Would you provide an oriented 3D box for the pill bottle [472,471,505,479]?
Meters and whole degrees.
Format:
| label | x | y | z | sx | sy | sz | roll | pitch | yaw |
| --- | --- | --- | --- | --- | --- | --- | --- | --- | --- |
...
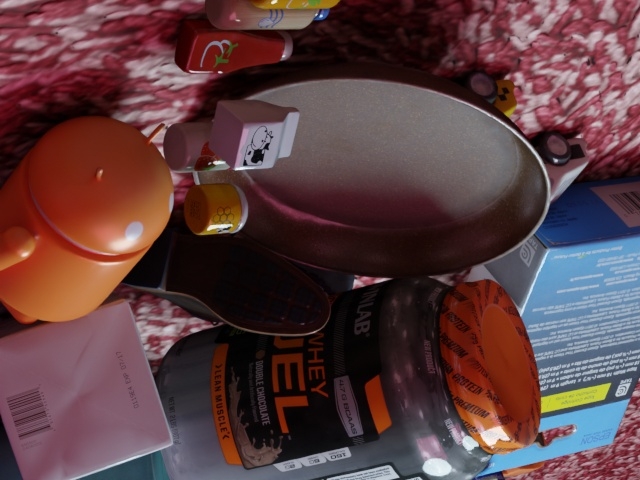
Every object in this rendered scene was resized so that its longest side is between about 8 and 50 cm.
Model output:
| label | x | y | z | sx | sy | sz | roll | pitch | yaw |
| --- | --- | --- | --- | --- | --- | --- | --- | --- | --- |
| pill bottle | 0.147 | 0.290 | 2.297 | 0.153 | 0.264 | 0.153 | -20 | 158 | -8 |

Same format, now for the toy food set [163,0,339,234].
| label | x | y | z | sx | sy | sz | roll | pitch | yaw |
| --- | --- | --- | --- | --- | --- | --- | --- | --- | --- |
| toy food set | -0.043 | -0.120 | 1.389 | 0.104 | 0.111 | 0.232 | -5 | 121 | -36 |

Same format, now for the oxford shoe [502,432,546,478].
| label | x | y | z | sx | sy | sz | roll | pitch | yaw |
| --- | --- | --- | --- | --- | --- | --- | --- | --- | --- |
| oxford shoe | 0.177 | 0.310 | 2.554 | 0.133 | 0.130 | 0.364 | -28 | 157 | 34 |

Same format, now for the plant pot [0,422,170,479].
| label | x | y | z | sx | sy | sz | roll | pitch | yaw |
| --- | --- | --- | --- | --- | --- | --- | --- | --- | --- |
| plant pot | -0.251 | 0.300 | 1.887 | 0.255 | 0.271 | 0.271 | -17 | 159 | 13 |

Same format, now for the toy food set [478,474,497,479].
| label | x | y | z | sx | sy | sz | roll | pitch | yaw |
| --- | --- | --- | --- | --- | --- | --- | --- | --- | --- |
| toy food set | 0.129 | 0.306 | 2.098 | 0.132 | 0.038 | 0.192 | -16 | 159 | -18 |

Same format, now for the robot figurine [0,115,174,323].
| label | x | y | z | sx | sy | sz | roll | pitch | yaw |
| --- | --- | --- | --- | --- | --- | --- | --- | --- | --- |
| robot figurine | -0.202 | -0.016 | 1.470 | 0.158 | 0.128 | 0.219 | 12 | 142 | -30 |

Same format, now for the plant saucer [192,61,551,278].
| label | x | y | z | sx | sy | sz | roll | pitch | yaw |
| --- | --- | --- | --- | --- | --- | --- | --- | --- | --- |
| plant saucer | 0.045 | -0.064 | 1.561 | 0.311 | 0.050 | 0.310 | 5 | 150 | 3 |

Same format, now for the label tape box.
| label | x | y | z | sx | sy | sz | roll | pitch | yaw |
| --- | --- | --- | --- | --- | --- | --- | --- | --- | --- |
| label tape box | 0.269 | 0.095 | 2.035 | 0.241 | 0.106 | 0.333 | -8 | 131 | -33 |

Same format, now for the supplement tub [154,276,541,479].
| label | x | y | z | sx | sy | sz | roll | pitch | yaw |
| --- | --- | --- | --- | --- | --- | --- | --- | --- | --- |
| supplement tub | 0.027 | 0.154 | 1.733 | 0.338 | 0.207 | 0.207 | -16 | 161 | 23 |

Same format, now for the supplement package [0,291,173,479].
| label | x | y | z | sx | sy | sz | roll | pitch | yaw |
| --- | --- | --- | --- | --- | --- | --- | --- | --- | --- |
| supplement package | -0.229 | 0.130 | 1.641 | 0.134 | 0.139 | 0.244 | -18 | -176 | -10 |

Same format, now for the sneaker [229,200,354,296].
| label | x | y | z | sx | sy | sz | roll | pitch | yaw |
| --- | --- | --- | --- | --- | --- | --- | --- | --- | --- |
| sneaker | 0.000 | 0.000 | 1.759 | 0.098 | 0.083 | 0.224 | -34 | 154 | 15 |

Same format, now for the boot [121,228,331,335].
| label | x | y | z | sx | sy | sz | roll | pitch | yaw |
| --- | --- | --- | --- | --- | --- | --- | --- | --- | --- |
| boot | -0.085 | 0.040 | 1.681 | 0.219 | 0.082 | 0.106 | 19 | 174 | 14 |

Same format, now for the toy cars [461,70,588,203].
| label | x | y | z | sx | sy | sz | roll | pitch | yaw |
| --- | --- | --- | --- | --- | --- | --- | --- | --- | --- |
| toy cars | 0.145 | -0.064 | 1.737 | 0.176 | 0.087 | 0.394 | -30 | 156 | 18 |
